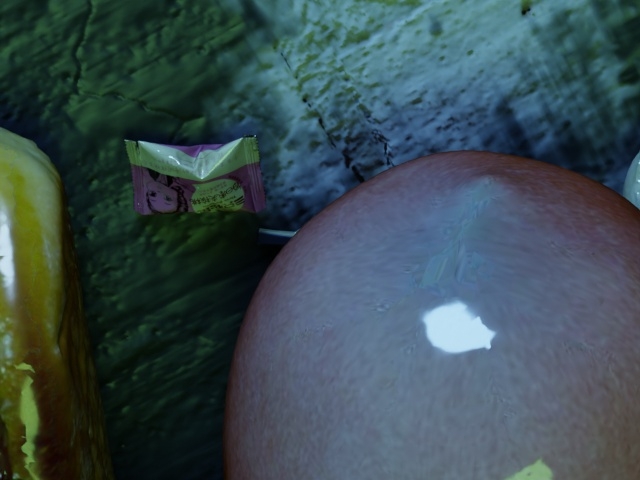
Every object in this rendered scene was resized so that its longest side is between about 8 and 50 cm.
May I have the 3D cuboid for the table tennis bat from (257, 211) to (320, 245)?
[{"bbox_3d":[0.000,0.000,0.943,0.083,0.007,0.050,4,123,-14],"label":"table tennis bat"}]

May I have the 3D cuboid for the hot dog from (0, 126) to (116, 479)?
[{"bbox_3d":[-0.220,0.142,0.870,0.185,0.223,0.405,-6,123,-2],"label":"hot dog"}]

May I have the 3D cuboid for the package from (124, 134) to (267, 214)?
[{"bbox_3d":[-0.076,-0.039,0.892,0.083,0.029,0.059,-1,131,3],"label":"package"}]

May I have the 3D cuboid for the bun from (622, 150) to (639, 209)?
[{"bbox_3d":[0.290,-0.006,0.919,0.193,0.128,0.178,29,115,-23],"label":"bun"}]

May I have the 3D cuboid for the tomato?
[{"bbox_3d":[0.092,0.103,0.835,0.322,0.321,0.321,-5,123,-7],"label":"tomato"}]
